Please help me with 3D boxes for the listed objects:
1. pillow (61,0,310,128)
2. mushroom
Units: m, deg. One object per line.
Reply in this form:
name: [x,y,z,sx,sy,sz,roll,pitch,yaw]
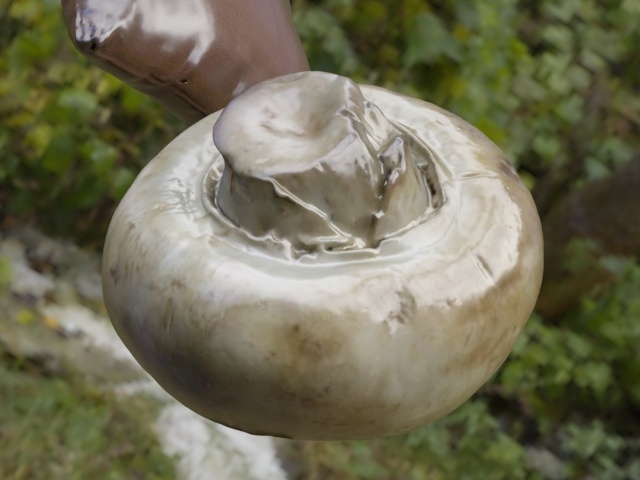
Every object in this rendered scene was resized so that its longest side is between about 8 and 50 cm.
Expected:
pillow: [-0.102,-0.187,1.408,0.308,0.108,0.305,39,28,-51]
mushroom: [0.000,0.000,1.079,0.255,0.255,0.184,-105,177,-56]
